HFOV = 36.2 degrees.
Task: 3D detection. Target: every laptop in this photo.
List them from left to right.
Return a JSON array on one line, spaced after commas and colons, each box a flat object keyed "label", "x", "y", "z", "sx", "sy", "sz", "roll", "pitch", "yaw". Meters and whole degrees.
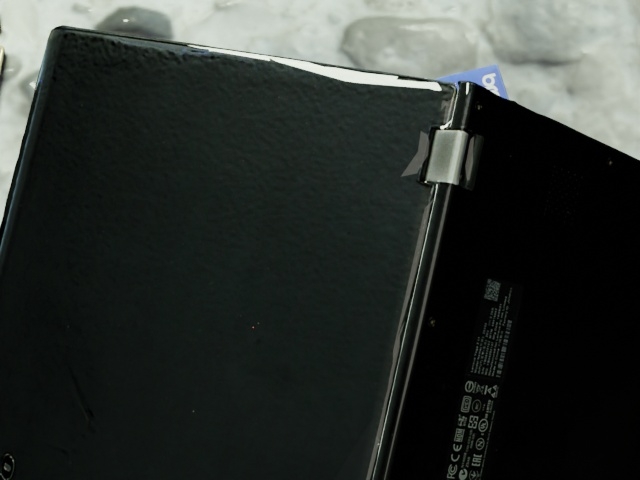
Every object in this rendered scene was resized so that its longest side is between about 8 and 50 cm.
[{"label": "laptop", "x": 0.014, "y": 0.100, "z": 0.635, "sx": 0.408, "sy": 0.236, "sz": 0.381, "roll": 15, "pitch": 86, "yaw": -37}]

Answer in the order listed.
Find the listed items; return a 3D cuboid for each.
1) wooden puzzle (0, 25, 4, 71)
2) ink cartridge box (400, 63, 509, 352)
[{"label": "wooden puzzle", "x": -0.277, "y": -0.120, "z": 0.730, "sx": 0.079, "sy": 0.014, "sz": 0.116, "roll": 0, "pitch": 79, "yaw": -3}, {"label": "ink cartridge box", "x": 0.000, "y": 0.000, "z": 0.694, "sx": 0.311, "sy": 0.065, "sz": 0.185, "roll": -15, "pitch": 80, "yaw": -4}]
